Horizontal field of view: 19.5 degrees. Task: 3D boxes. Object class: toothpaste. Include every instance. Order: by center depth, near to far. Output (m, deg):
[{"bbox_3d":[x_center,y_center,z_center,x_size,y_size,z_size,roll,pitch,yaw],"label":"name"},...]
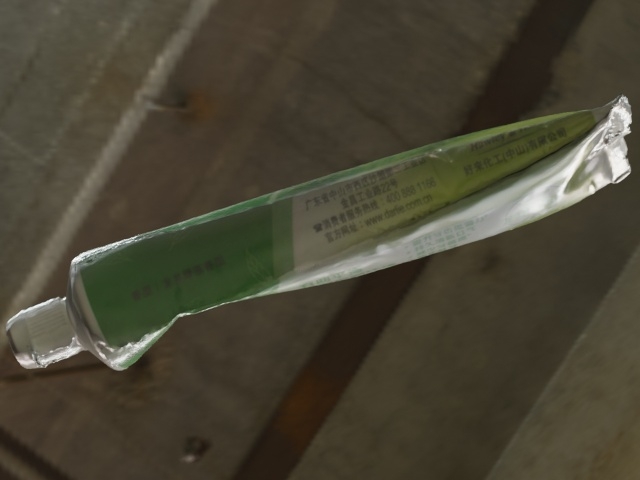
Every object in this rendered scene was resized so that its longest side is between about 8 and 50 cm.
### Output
[{"bbox_3d":[0.000,0.000,0.704,0.248,0.078,0.047,-19,-112,4],"label":"toothpaste"}]
